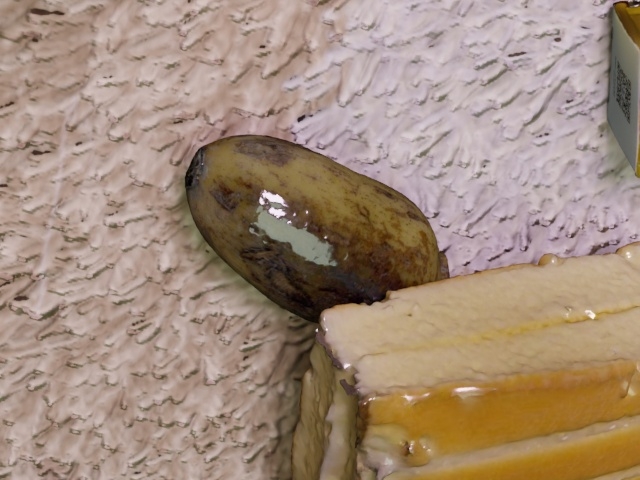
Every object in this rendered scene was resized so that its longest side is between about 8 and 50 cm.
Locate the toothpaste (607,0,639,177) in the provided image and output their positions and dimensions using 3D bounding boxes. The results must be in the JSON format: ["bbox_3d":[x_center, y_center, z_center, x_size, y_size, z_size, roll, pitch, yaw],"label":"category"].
[{"bbox_3d":[0.324,-0.105,0.871,0.312,0.071,0.089,-7,124,-3],"label":"toothpaste"}]

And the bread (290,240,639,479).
[{"bbox_3d":[0.101,0.127,0.909,0.246,0.111,0.239,-11,132,-17],"label":"bread"}]

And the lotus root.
[{"bbox_3d":[0.000,0.000,0.883,0.179,0.080,0.089,26,111,-23],"label":"lotus root"}]
